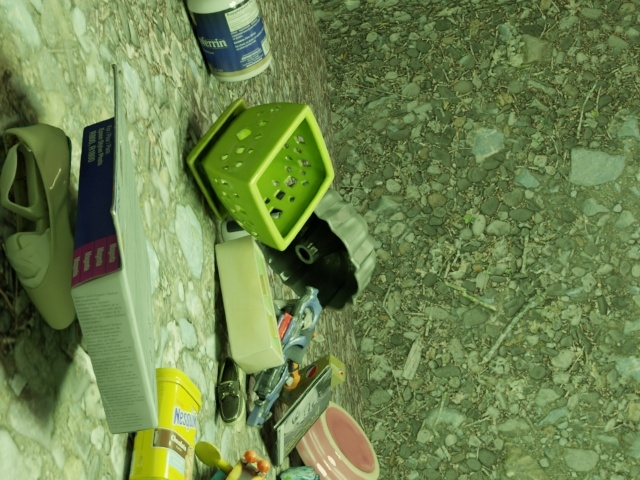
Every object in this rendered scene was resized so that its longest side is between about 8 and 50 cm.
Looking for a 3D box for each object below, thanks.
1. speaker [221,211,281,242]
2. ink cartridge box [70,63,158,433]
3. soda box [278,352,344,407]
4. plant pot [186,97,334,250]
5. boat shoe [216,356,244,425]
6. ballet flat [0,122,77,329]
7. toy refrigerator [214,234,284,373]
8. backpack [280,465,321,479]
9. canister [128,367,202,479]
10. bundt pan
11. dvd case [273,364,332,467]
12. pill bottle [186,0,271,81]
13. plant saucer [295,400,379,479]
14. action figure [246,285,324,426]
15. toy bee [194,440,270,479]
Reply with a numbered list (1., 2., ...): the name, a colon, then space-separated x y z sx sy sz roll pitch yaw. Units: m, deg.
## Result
1. speaker: -0.151 -0.028 1.803 0.055 0.136 0.055 -8 90 -80
2. ink cartridge box: -0.255 0.005 0.976 0.324 0.071 0.330 -107 -168 -51
3. soda box: -0.025 0.361 2.050 0.061 0.181 0.058 42 29 -28
4. plant pot: -0.132 -0.149 1.663 0.228 0.207 0.227 -57 148 -26
5. boat shoe: -0.183 0.297 1.587 0.152 0.056 0.049 -102 172 -51
6. ballet flat: -0.334 -0.019 0.934 0.086 0.086 0.248 44 37 -75
7. toy refrigerator: -0.147 0.132 1.692 0.102 0.094 0.269 65 10 -59
8. backpack: -0.047 0.593 1.945 0.114 0.105 0.084 52 32 -81
9. canister: -0.234 0.297 1.213 0.126 0.073 0.170 68 18 -53
10. bundt pan: 0.000 0.000 1.879 0.124 0.331 0.331 -40 130 -33
11. dvd case: -0.042 0.422 1.927 0.221 0.018 0.164 -44 151 -37
12. pill bottle: -0.214 -0.509 1.821 0.153 0.153 0.265 -88 165 -49
13. plant saucer: 0.051 0.561 2.173 0.332 0.084 0.332 47 14 -16
14. action figure: -0.114 0.274 1.871 0.341 0.178 0.330 -61 147 -23
15. toy bee: -0.127 0.424 1.368 0.195 0.162 0.298 32 11 -16
